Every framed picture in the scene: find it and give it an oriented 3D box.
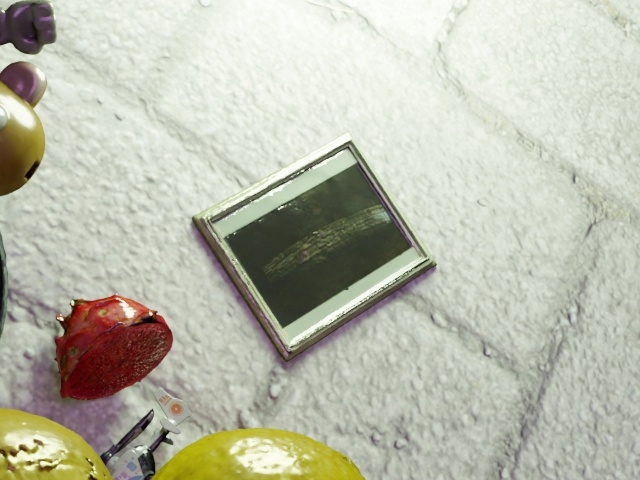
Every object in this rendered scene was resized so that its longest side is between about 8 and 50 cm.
[{"bbox_3d":[0.000,0.000,1.869,0.293,0.018,0.231,-31,85,-33],"label":"framed picture"}]

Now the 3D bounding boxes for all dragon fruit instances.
[{"bbox_3d":[-0.259,0.103,1.636,0.153,0.153,0.111,-22,62,-32],"label":"dragon fruit"}]

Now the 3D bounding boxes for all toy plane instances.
[{"bbox_3d":[-0.218,0.264,1.631,0.078,0.053,0.197,38,61,3],"label":"toy plane"}]

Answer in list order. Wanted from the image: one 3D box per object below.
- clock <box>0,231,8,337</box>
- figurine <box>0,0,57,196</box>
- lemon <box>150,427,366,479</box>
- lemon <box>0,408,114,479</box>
[{"bbox_3d":[-0.456,0.063,1.464,0.325,0.067,0.325,-23,116,-60],"label":"clock"},{"bbox_3d":[-0.454,-0.161,1.620,0.285,0.342,0.167,38,14,-5],"label":"figurine"},{"bbox_3d":[-0.076,0.340,1.539,0.321,0.268,0.268,3,68,-33],"label":"lemon"},{"bbox_3d":[-0.345,0.311,1.409,0.297,0.297,0.297,10,65,-23],"label":"lemon"}]
